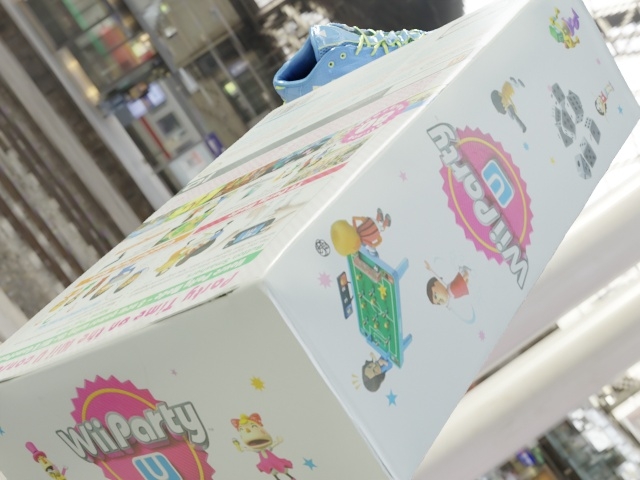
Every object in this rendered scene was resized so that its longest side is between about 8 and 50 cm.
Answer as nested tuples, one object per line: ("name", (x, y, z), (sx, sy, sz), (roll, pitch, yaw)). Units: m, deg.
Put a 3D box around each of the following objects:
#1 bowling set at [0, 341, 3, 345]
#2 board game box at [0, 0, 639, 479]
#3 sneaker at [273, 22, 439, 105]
("bowling set", (-0.263, 0.125, 0.598), (0.154, 0.200, 0.287), (-114, -171, -59))
("board game box", (0.000, 0.000, 0.516), (0.224, 0.303, 0.097), (-21, -73, 42))
("sneaker", (0.059, -0.180, 1.085), (0.126, 0.240, 0.091), (47, 23, -48))
